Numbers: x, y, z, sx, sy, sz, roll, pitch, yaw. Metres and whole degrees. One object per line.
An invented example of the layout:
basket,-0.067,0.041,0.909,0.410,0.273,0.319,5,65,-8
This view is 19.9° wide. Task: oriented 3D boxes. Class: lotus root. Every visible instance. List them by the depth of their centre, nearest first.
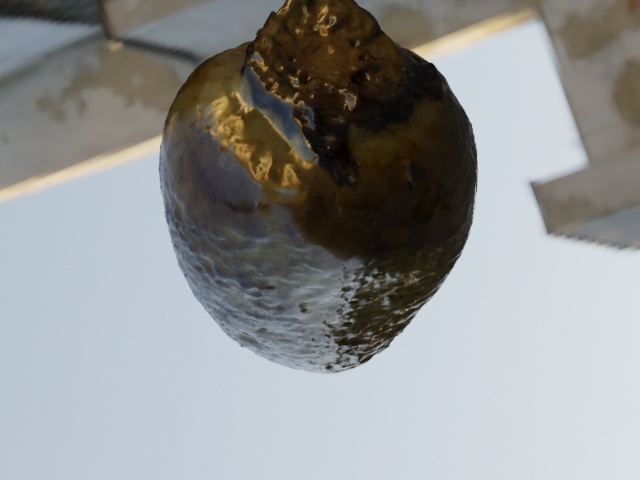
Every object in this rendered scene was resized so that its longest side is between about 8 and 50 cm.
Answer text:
lotus root,0.000,0.000,0.651,0.191,0.108,0.094,90,-163,-56
